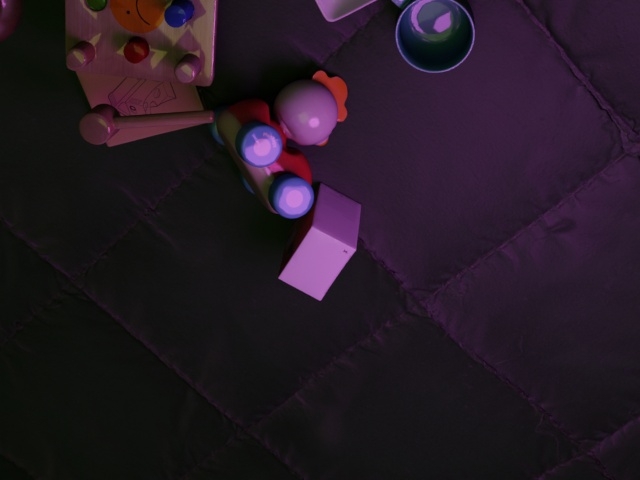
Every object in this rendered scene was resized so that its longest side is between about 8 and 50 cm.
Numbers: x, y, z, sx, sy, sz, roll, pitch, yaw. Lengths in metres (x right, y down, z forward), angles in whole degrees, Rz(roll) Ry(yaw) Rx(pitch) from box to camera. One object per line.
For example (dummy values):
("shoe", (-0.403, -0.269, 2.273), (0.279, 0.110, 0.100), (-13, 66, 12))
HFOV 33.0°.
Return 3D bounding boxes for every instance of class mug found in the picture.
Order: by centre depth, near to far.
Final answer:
("mug", (0.184, -0.364, 1.766), (0.130, 0.097, 0.157), (-9, 118, 12))

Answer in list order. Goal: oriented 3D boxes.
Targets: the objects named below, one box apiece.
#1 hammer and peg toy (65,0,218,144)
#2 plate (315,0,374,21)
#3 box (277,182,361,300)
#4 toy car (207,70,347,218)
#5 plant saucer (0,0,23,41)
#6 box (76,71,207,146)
("hammer and peg toy", (-0.292, -0.340, 1.797), (0.266, 0.127, 0.361), (7, 115, 4))
("plate", (0.064, -0.509, 1.642), (0.277, 0.045, 0.278), (-19, 110, 32))
("box", (0.000, 0.000, 1.953), (0.091, 0.170, 0.130), (29, 118, -10))
("toy car", (-0.038, -0.185, 1.867), (0.238, 0.219, 0.210), (-35, 114, -8))
("plant saucer", (-0.611, -0.420, 1.854), (0.199, 0.036, 0.198), (3, 121, 4))
("box", (-0.315, -0.262, 1.922), (0.201, 0.021, 0.164), (-12, 118, 12))
